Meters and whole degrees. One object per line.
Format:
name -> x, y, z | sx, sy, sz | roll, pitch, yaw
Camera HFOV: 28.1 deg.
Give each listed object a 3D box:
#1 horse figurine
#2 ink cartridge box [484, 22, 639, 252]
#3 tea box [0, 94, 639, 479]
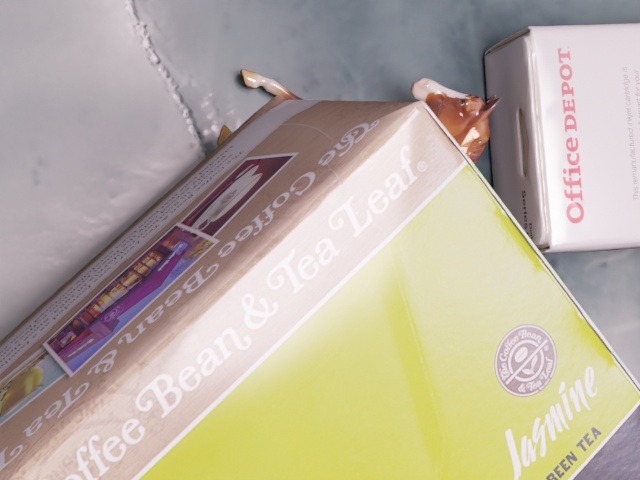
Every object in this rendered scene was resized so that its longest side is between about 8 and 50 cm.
horse figurine -> 0.000, 0.000, 0.865 | 0.175, 0.066, 0.263 | 19, 82, -7
ink cartridge box -> 0.233, -0.072, 0.911 | 0.213, 0.093, 0.154 | -4, 87, -16
tea box -> -0.011, 0.141, 0.717 | 0.329, 0.220, 0.323 | -42, 110, -12
